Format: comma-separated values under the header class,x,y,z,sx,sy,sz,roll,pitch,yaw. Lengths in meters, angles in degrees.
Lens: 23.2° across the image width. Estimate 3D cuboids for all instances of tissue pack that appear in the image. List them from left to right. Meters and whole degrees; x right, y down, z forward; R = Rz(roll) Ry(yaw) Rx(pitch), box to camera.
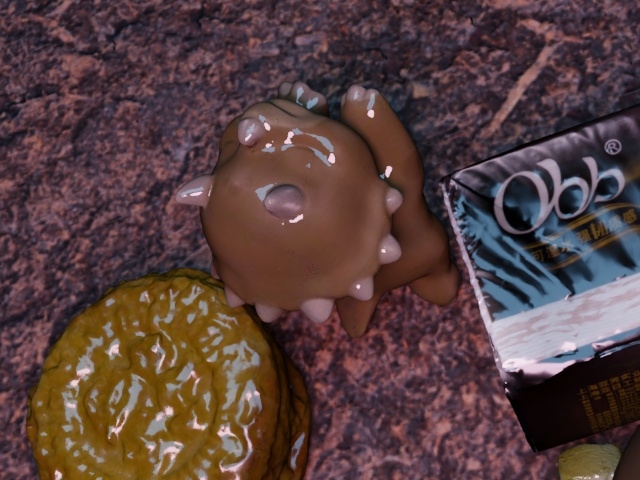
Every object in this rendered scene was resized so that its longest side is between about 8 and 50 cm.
class,x,y,z,sx,sy,sz,roll,pitch,yaw
tissue pack,0.298,0.005,1.181,0.370,0.210,0.198,-19,60,5

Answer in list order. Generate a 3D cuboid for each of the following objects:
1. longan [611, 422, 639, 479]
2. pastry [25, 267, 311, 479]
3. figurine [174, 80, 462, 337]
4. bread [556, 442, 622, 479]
class,x,y,z,sx,sy,sz,roll,pitch,yaw
longan,0.365,0.215,1.006,0.360,0.361,0.361,-5,66,12
pastry,-0.132,0.144,1.271,0.235,0.132,0.240,-12,64,8
figurine,-0.004,-0.004,1.224,0.177,0.247,0.173,22,62,22
bread,0.206,0.227,1.156,0.064,0.117,0.156,-1,67,16
